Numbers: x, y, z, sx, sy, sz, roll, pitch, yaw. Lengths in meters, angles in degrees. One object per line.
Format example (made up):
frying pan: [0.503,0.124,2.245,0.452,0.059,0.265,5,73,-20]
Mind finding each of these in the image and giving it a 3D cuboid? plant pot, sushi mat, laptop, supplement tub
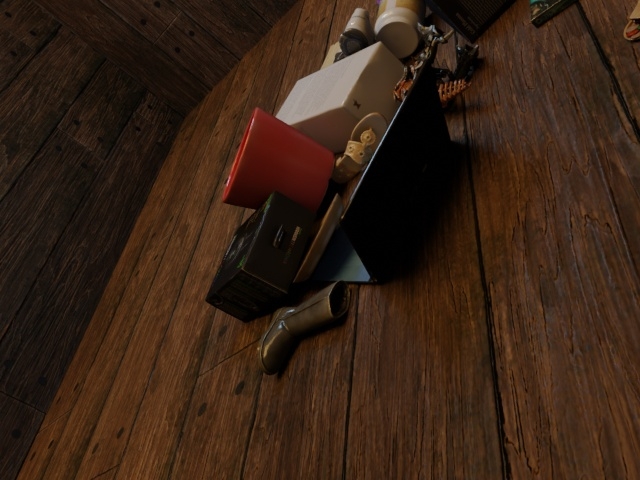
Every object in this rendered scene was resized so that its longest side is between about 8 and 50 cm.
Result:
plant pot: [0.000,0.000,1.509,0.236,0.032,0.236,-64,2,5]
sushi mat: [0.040,-0.662,2.412,0.151,0.019,0.316,-22,39,50]
plant pot: [-0.108,-0.188,1.724,0.275,0.243,0.274,-160,90,-78]
laptop: [0.094,-0.123,1.374,0.236,0.408,0.382,17,69,28]
supplement tub: [0.238,-0.649,1.902,0.144,0.144,0.199,-31,33,39]

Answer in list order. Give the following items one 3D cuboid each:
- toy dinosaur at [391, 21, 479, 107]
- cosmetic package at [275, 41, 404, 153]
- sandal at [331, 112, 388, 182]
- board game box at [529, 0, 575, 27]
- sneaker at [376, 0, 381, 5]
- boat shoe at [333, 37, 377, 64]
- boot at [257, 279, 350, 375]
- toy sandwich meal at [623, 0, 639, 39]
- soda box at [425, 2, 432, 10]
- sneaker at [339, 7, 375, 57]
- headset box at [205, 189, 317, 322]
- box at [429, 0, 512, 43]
toy dinosaur: [0.279,-0.382,1.539,0.322,0.164,0.218,34,102,47]
cosmetic package: [0.047,-0.389,1.873,0.453,0.161,0.230,-2,56,60]
sandal: [0.098,-0.212,1.628,0.240,0.088,0.079,-51,21,43]
board game box: [0.545,-0.559,1.397,0.186,0.026,0.126,-31,32,39]
sneaker: [0.270,-0.894,2.220,0.236,0.105,0.095,-15,46,55]
boat shoe: [0.115,-0.587,2.080,0.335,0.112,0.095,-164,92,-75]
boot: [-0.034,0.190,1.381,0.209,0.076,0.189,-20,42,39]
toy sandwich meal: [0.571,-0.393,1.128,0.085,0.029,0.085,-40,28,26]
soda box: [0.293,-0.801,1.921,0.074,0.216,0.069,-31,34,40]
sneaker: [0.127,-0.556,1.888,0.297,0.111,0.129,82,-156,-68]
headset box: [-0.149,0.043,1.628,0.283,0.131,0.246,-37,28,54]
box: [0.409,-0.732,1.678,0.312,0.179,0.343,-45,25,19]
